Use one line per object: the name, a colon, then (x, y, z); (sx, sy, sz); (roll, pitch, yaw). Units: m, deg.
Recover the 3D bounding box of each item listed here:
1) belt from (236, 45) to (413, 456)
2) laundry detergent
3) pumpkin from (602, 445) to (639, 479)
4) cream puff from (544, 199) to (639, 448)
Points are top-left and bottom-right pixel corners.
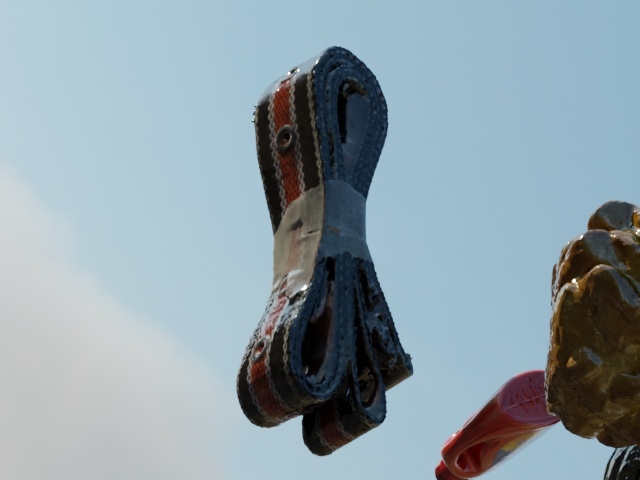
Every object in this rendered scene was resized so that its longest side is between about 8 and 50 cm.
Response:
belt: (0.000, 0.000, 1.578); (0.126, 0.360, 0.094); (16, -34, -30)
laundry detergent: (0.140, 0.169, 1.587); (0.049, 0.097, 0.165); (63, -37, 20)
pumpkin: (0.388, 0.236, 1.710); (0.248, 0.248, 0.248); (39, -18, 15)
cream puff: (0.155, 0.043, 0.902); (0.094, 0.116, 0.122); (9, -16, 2)
